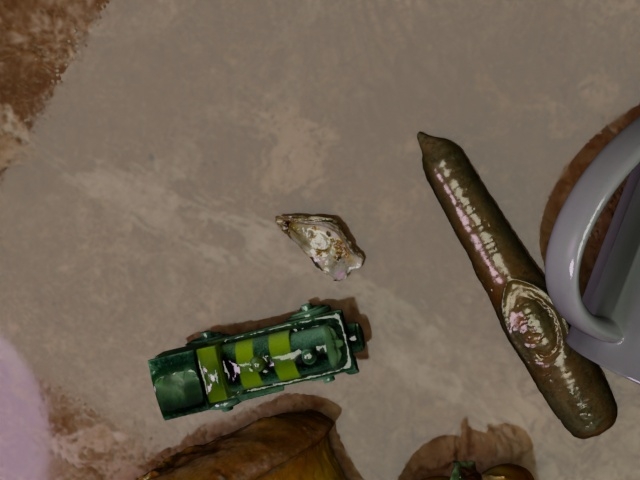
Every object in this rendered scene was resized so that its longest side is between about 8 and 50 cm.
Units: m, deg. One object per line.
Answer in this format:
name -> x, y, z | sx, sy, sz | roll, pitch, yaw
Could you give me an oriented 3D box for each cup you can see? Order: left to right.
cup -> 0.354, -0.024, 1.522 | 0.323, 0.237, 0.326 | 16, 99, -33

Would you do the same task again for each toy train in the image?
toy train -> -0.059, 0.118, 1.655 | 0.200, 0.132, 0.083 | -17, 92, 9

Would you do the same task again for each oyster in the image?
oyster -> 0.002, -0.002, 1.692 | 0.051, 0.034, 0.093 | -38, 100, 23

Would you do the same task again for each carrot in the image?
carrot -> 0.185, 0.039, 1.656 | 0.070, 0.070, 0.342 | -31, 89, 7

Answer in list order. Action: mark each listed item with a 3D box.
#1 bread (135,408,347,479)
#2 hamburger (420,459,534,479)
bread -> -0.112, 0.301, 1.629 | 0.340, 0.179, 0.194 | -27, 91, -2
hamburger -> 0.130, 0.324, 1.600 | 0.170, 0.246, 0.246 | -9, 92, 9
